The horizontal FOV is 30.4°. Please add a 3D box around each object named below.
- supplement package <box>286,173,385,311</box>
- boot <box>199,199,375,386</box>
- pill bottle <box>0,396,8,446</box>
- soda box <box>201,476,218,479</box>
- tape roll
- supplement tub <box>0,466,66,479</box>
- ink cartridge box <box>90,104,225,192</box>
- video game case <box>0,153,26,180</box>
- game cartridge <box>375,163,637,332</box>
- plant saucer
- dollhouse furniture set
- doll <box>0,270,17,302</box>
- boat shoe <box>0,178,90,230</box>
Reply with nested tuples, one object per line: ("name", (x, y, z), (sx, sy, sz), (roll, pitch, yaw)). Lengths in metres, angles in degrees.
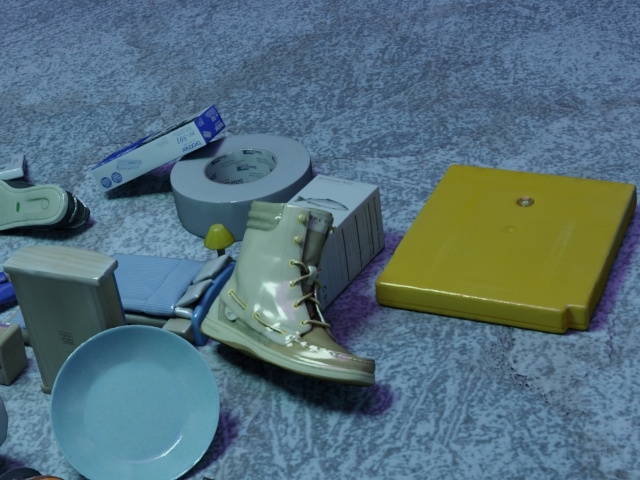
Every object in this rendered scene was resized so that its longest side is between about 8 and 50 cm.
("supplement package", (0.000, 0.000, 1.638), (0.105, 0.105, 0.179), (12, 36, 29))
("boot", (-0.017, 0.061, 1.461), (0.262, 0.095, 0.203), (17, 84, 40))
("pill bottle", (-0.494, 0.256, 1.277), (0.169, 0.169, 0.301), (9, 36, 25))
("soda box", (-0.059, 0.300, 1.221), (0.169, 0.053, 0.060), (8, 36, 24))
("tape roll", (-0.119, -0.086, 1.833), (0.219, 0.072, 0.219), (-6, 32, 4))
("supplement tub", (-0.271, 0.310, 1.204), (0.106, 0.106, 0.198), (-27, 36, -28))
("ink cartridge box", (-0.261, -0.148, 1.900), (0.207, 0.046, 0.097), (-22, 15, 23))
("video game case", (-0.578, -0.111, 1.988), (0.157, 0.019, 0.143), (-14, 17, -9))
("game cartridge", (0.264, 0.005, 1.634), (0.285, 0.052, 0.323), (8, 38, 24))
("plant saucer", (-0.214, 0.196, 1.372), (0.195, 0.037, 0.194), (2, 70, -6))
("dollhouse furniture set", (-0.292, 0.035, 1.559), (0.286, 0.198, 0.303), (7, 34, 22))
("doll", (-0.515, 0.092, 1.659), (0.189, 0.046, 0.129), (-21, 33, -21))
("boat shoe", (-0.471, -0.051, 1.872), (0.233, 0.084, 0.079), (5, -5, 31))
